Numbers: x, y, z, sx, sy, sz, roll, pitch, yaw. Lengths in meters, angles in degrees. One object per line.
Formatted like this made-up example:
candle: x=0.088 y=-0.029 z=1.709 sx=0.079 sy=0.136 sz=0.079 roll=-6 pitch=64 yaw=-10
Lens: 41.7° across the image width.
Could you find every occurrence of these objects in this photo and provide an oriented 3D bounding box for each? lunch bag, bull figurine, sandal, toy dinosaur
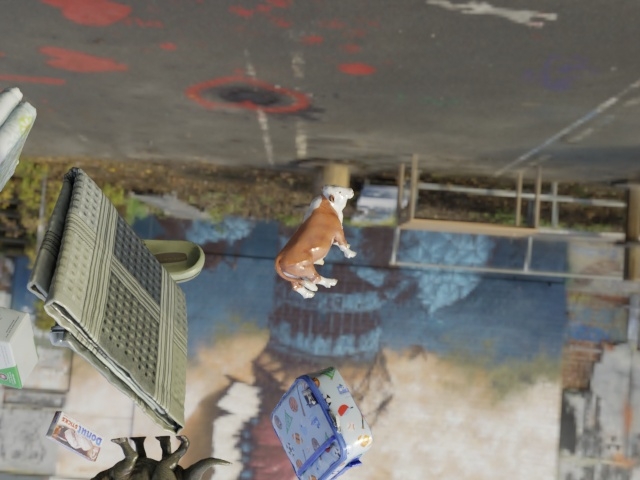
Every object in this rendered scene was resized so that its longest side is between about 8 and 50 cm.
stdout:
lunch bag: x=0.001 y=0.455 z=2.011 sx=0.115 sy=0.243 sz=0.303 roll=-14 pitch=154 yaw=-30
bull figurine: x=0.000 y=0.000 z=2.198 sx=0.188 sy=0.310 sz=0.101 roll=50 pitch=155 yaw=-25
sandal: x=-0.371 y=0.029 z=1.585 sx=0.303 sy=0.120 sz=0.086 roll=-8 pitch=145 yaw=-17
toy dinosaur: x=-0.316 y=0.451 z=1.589 sx=0.314 sy=0.160 sz=0.121 roll=-2 pitch=168 yaw=1

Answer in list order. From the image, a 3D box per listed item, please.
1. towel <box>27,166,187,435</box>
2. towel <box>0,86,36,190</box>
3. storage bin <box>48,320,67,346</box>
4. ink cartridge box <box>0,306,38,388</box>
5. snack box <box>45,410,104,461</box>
towel: x=-0.298 y=0.090 z=1.238 sx=0.056 sy=0.324 sz=0.312 roll=-25 pitch=126 yaw=10
towel: x=-0.668 y=-0.082 z=1.543 sx=0.090 sy=0.374 sz=0.320 roll=33 pitch=151 yaw=-13
storage bin: x=-0.499 y=0.160 z=1.719 sx=0.098 sy=0.091 sz=0.135 roll=3 pitch=161 yaw=-12
ink cartridge box: x=-0.688 y=0.200 z=1.681 sx=0.209 sy=0.086 sz=0.153 roll=12 pitch=134 yaw=5
snack box: x=-0.580 y=0.466 z=1.995 sx=0.022 sy=0.064 sz=0.178 roll=2 pitch=150 yaw=26
